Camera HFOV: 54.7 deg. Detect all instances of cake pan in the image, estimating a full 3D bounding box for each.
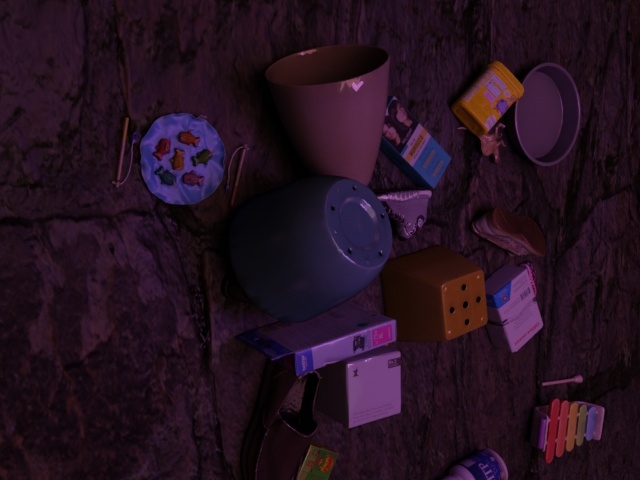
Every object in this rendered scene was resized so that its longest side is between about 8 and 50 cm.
[{"bbox_3d":[0.643,-0.363,1.794,0.293,0.054,0.293,-5,99,-32],"label":"cake pan"}]

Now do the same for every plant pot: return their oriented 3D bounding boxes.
[{"bbox_3d":[0.299,0.144,1.559,0.212,0.187,0.212,-16,105,-31],"label":"plant pot"},{"bbox_3d":[0.034,-0.246,1.323,0.257,0.256,0.274,-29,127,-27],"label":"plant pot"},{"bbox_3d":[0.000,0.000,1.257,0.293,0.235,0.292,19,61,-37],"label":"plant pot"}]

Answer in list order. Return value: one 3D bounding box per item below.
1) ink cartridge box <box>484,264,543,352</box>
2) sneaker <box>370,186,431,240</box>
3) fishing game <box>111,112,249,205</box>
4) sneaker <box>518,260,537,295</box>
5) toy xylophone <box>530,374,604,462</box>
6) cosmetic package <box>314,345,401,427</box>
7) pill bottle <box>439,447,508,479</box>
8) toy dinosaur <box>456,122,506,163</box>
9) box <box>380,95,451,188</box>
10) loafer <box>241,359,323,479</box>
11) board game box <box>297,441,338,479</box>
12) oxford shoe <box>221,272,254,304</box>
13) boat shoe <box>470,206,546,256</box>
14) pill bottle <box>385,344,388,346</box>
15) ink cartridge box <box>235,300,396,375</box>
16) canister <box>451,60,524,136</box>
[{"bbox_3d":[0.544,0.195,1.783,0.148,0.086,0.203,-33,113,-25],"label":"ink cartridge box"},{"bbox_3d":[0.185,-0.060,1.521,0.229,0.086,0.132,-7,102,-33],"label":"sneaker"},{"bbox_3d":[-0.269,-0.163,1.240,0.264,0.041,0.189,12,92,-34],"label":"fishing game"},{"bbox_3d":[0.633,0.115,1.860,0.057,0.047,0.119,-32,114,-38],"label":"sneaker"},{"bbox_3d":[0.787,0.565,1.992,0.323,0.081,0.236,-6,99,-32],"label":"toy xylophone"},{"bbox_3d":[0.072,0.318,1.436,0.151,0.184,0.151,-6,100,-32],"label":"cosmetic package"},{"bbox_3d":[0.430,0.680,1.759,0.187,0.112,0.111,-17,105,-30],"label":"pill bottle"},{"bbox_3d":[0.458,-0.280,1.686,0.183,0.053,0.092,37,78,-31],"label":"toy dinosaur"},{"bbox_3d":[0.214,-0.239,1.529,0.244,0.060,0.100,39,75,-31],"label":"box"},{"bbox_3d":[-0.082,0.427,1.383,0.134,0.130,0.365,6,93,-33],"label":"loafer"},{"bbox_3d":[-0.036,0.580,1.485,0.092,0.043,0.181,28,81,-33],"label":"board game box"},{"bbox_3d":[-0.094,0.113,1.356,0.227,0.096,0.082,-1,95,-34],"label":"oxford shoe"},{"bbox_3d":[0.546,-0.019,1.768,0.285,0.089,0.104,25,57,-35],"label":"boat shoe"},{"bbox_3d":[0.148,0.262,1.562,0.043,0.043,0.083,33,79,-32],"label":"pill bottle"},{"bbox_3d":[-0.010,0.216,1.369,0.311,0.186,0.065,-11,104,-31],"label":"ink cartridge box"},{"bbox_3d":[0.440,-0.374,1.637,0.126,0.073,0.170,45,74,-7],"label":"canister"}]
